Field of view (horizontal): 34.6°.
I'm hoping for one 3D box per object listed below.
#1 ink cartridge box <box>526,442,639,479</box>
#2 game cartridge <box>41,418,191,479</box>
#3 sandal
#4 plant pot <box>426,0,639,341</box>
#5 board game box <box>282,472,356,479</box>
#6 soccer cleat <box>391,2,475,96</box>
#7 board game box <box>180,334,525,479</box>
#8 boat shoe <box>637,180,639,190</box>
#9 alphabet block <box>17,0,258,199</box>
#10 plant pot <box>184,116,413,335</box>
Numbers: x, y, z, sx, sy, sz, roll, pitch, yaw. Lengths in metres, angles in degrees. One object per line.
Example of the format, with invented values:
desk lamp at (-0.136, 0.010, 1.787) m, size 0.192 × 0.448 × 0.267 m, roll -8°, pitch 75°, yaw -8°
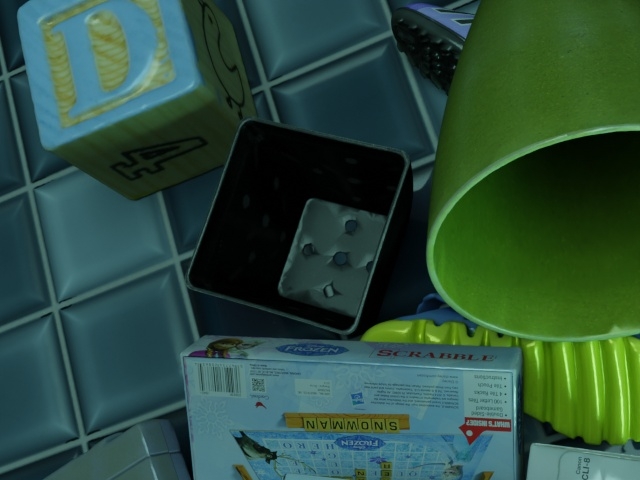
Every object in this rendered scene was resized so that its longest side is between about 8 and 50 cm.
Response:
ink cartridge box at (0.250, 0.266, 0.919) m, size 0.127 × 0.176 × 0.128 m, roll 4°, pitch 70°, yaw 19°
game cartridge at (-0.243, 0.351, 1.063) m, size 0.355 × 0.068 × 0.230 m, roll -35°, pitch 62°, yaw 32°
sandal at (0.200, 0.110, 1.013) m, size 0.318 × 0.138 × 0.126 m, roll 9°, pitch 111°, yaw 12°
plant pot at (0.220, -0.107, 0.901) m, size 0.275 × 0.274 × 0.293 m, roll -12°, pitch 50°, yaw 14°
board game box at (0.085, 0.340, 0.754) m, size 0.308 × 0.086 × 0.301 m, roll 1°, pitch 53°, yaw 23°
soccer cleat at (0.226, -0.189, 1.102) m, size 0.318 × 0.108 × 0.116 m, roll 30°, pitch 75°, yaw 20°
board game box at (0.035, 0.254, 0.987) m, size 0.319 × 0.066 × 0.317 m, roll 1°, pitch 104°, yaw 18°
boat shoe at (0.464, -0.052, 0.989) m, size 0.325 × 0.123 × 0.116 m, roll -11°, pitch 107°, yaw 10°
alphabet block at (-0.202, -0.183, 1.180) m, size 0.194 × 0.197 × 0.192 m, roll -19°, pitch 72°, yaw 13°
plant pot at (0.000, 0.000, 1.082) m, size 0.188 × 0.167 × 0.187 m, roll 15°, pitch 81°, yaw 21°
